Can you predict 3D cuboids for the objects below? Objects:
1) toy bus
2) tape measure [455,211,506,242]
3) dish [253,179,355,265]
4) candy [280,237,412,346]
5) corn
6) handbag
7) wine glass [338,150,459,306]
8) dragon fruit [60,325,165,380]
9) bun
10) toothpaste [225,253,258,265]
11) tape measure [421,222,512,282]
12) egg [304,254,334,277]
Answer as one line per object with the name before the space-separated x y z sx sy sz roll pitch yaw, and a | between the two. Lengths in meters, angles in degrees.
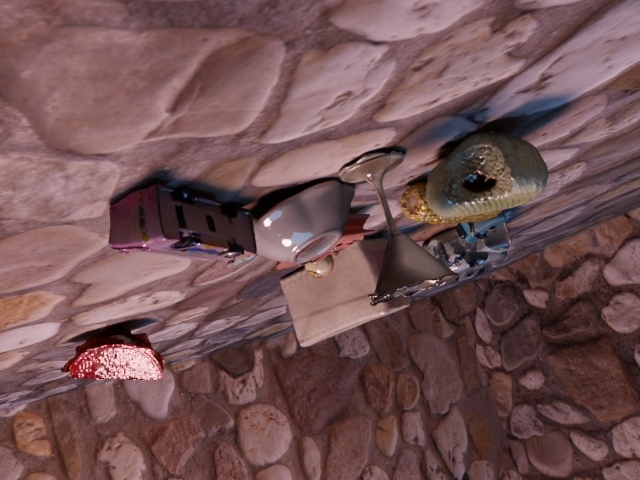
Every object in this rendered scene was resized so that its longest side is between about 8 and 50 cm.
toy bus | -0.201 -0.016 1.025 0.112 0.090 0.274 -13 169 21
tape measure | 0.433 -0.050 1.804 0.125 0.081 0.146 -35 162 23
dish | -0.022 -0.013 1.210 0.229 0.081 0.229 -27 163 -9
candy | 0.063 0.140 1.812 0.145 0.208 0.359 -7 163 -46
corn | 0.291 -0.082 1.411 0.310 0.101 0.101 -10 166 -39
handbag | 0.000 0.000 1.452 0.157 0.059 0.212 -8 166 -34
wine glass | 0.119 -0.024 1.109 0.156 0.232 0.156 -17 169 -3
dragon fruit | -0.561 0.292 1.839 0.274 0.126 0.161 4 -160 -15
bun | 0.288 -0.119 1.180 0.213 0.126 0.204 -10 168 -3
toothpaste | -0.141 0.017 1.370 0.062 0.039 0.239 -11 167 -23
tape measure | 0.441 0.040 2.059 0.256 0.147 0.275 -17 167 -2
egg | -0.001 0.057 1.680 0.071 0.071 0.083 -23 -178 20
